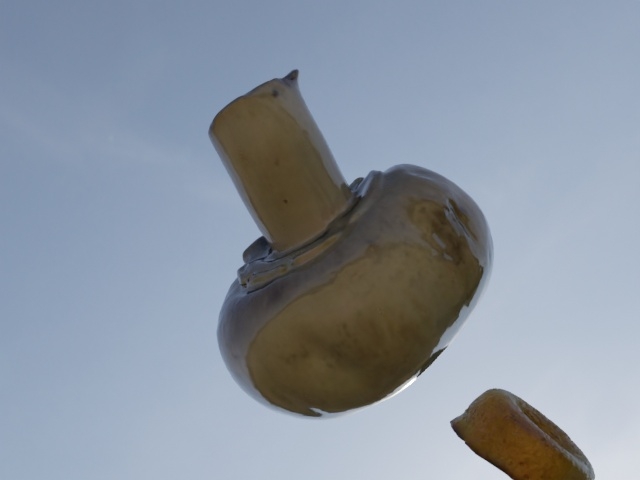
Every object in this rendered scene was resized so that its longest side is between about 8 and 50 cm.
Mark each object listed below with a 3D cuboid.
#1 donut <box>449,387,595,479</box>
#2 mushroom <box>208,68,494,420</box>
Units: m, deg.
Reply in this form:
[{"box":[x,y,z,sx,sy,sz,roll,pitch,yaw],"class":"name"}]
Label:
[{"box":[0.260,0.256,1.250,0.075,0.190,0.174,-55,-29,6],"class":"donut"},{"box":[0.000,0.000,1.038,0.314,0.314,0.336,-29,-82,11],"class":"mushroom"}]
